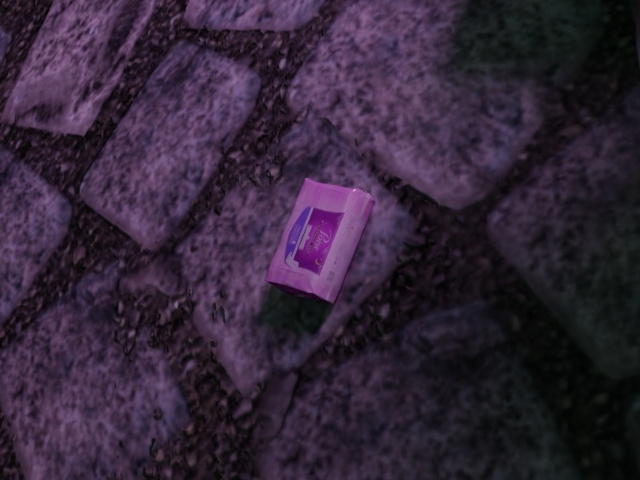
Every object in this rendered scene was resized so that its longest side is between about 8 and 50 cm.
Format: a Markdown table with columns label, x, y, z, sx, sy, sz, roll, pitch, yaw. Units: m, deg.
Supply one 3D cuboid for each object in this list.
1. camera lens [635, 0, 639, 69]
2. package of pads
| label | x | y | z | sx | sy | sz | roll | pitch | yaw |
| --- | --- | --- | --- | --- | --- | --- | --- | --- | --- |
| camera lens | 0.258 | -0.049 | 0.370 | 0.219 | 0.274 | 0.219 | -15 | 61 | 28 |
| package of pads | 0.000 | 0.000 | 0.677 | 0.050 | 0.032 | 0.083 | 13 | 76 | 39 |
